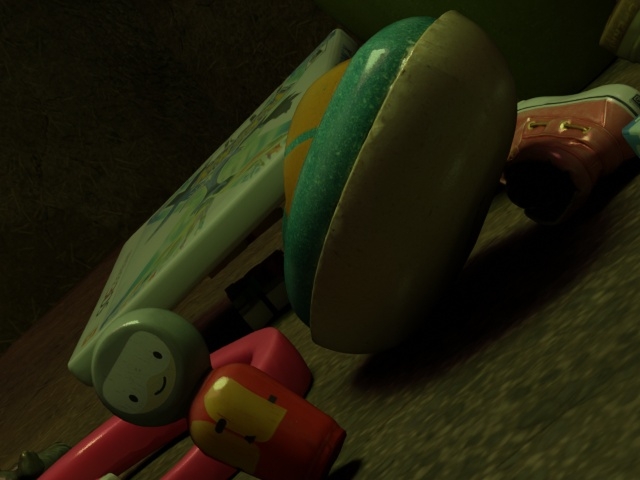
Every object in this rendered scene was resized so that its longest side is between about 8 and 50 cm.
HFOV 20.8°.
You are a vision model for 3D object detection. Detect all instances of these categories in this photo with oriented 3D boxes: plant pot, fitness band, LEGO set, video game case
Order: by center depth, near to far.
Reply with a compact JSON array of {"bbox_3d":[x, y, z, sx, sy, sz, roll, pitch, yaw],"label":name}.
[{"bbox_3d":[-0.124,0.153,1.274,0.291,0.054,0.209,-28,14,50],"label":"fitness band"},{"bbox_3d":[0.120,-0.245,1.491,0.275,0.293,0.275,-39,7,6],"label":"plant pot"},{"bbox_3d":[-0.093,-0.039,1.627,0.329,0.036,0.300,-44,13,18],"label":"video game case"},{"bbox_3d":[-0.063,0.012,1.657,0.093,0.087,0.227,-40,9,-2],"label":"LEGO set"}]

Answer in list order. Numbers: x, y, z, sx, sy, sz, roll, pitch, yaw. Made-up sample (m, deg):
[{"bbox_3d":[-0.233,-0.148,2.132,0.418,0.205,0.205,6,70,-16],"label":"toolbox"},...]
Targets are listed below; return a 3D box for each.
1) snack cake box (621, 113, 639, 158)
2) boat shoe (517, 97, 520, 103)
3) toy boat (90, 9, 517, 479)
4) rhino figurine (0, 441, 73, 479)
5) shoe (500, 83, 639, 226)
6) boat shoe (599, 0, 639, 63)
[{"bbox_3d":[0.270,-0.097,0.726,0.264,0.089,0.152,-40,7,-5],"label":"snack cake box"},{"bbox_3d":[0.071,-0.055,1.401,0.095,0.112,0.335,-60,8,-15],"label":"boat shoe"},{"bbox_3d":[0.000,0.000,1.040,0.318,0.148,0.267,-56,-12,-32],"label":"toy boat"},{"bbox_3d":[-0.261,0.222,1.440,0.106,0.073,0.243,-36,9,15],"label":"rhino figurine"},{"bbox_3d":[0.142,-0.051,1.148,0.081,0.063,0.178,-40,11,-24],"label":"shoe"},{"bbox_3d":[0.294,-0.185,1.185,0.285,0.089,0.104,-42,-18,-35],"label":"boat shoe"}]
